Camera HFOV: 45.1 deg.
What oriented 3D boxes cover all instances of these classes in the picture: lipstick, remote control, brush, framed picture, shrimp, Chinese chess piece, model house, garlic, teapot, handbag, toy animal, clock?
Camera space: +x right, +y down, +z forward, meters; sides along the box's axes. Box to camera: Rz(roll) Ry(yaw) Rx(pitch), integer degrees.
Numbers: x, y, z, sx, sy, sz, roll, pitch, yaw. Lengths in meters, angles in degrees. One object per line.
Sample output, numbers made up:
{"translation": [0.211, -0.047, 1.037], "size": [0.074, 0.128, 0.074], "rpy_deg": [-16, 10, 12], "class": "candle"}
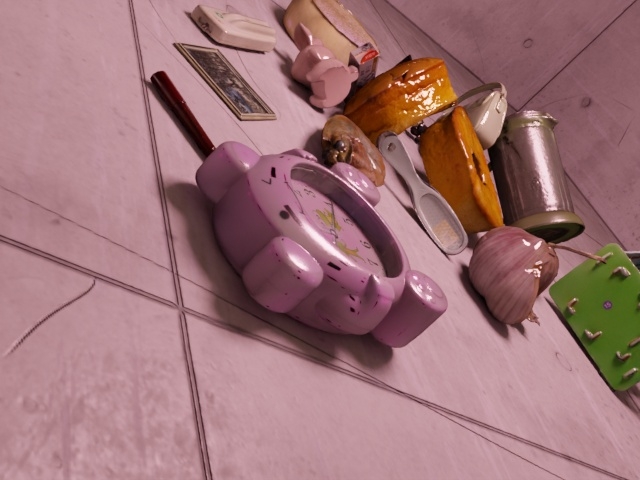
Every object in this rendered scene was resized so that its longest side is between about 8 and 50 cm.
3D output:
{"translation": [-0.192, -0.175, 1.110], "size": [0.176, 0.027, 0.027], "rpy_deg": [55, 24, 18], "class": "lipstick"}
{"translation": [-0.165, -0.427, 1.554], "size": [0.090, 0.049, 0.230], "rpy_deg": [47, 24, 11], "class": "remote control"}
{"translation": [0.210, -0.098, 1.597], "size": [0.296, 0.068, 0.060], "rpy_deg": [59, 8, 8], "class": "brush"}
{"translation": [-0.162, -0.280, 1.357], "size": [0.183, 0.011, 0.142], "rpy_deg": [49, 23, 9], "class": "framed picture"}
{"translation": [0.065, -0.161, 1.470], "size": [0.168, 0.077, 0.317], "rpy_deg": [45, 19, -7], "class": "shrimp"}
{"translation": [0.031, -0.524, 1.975], "size": [0.270, 0.112, 0.270], "rpy_deg": [36, 25, -20], "class": "Chinese chess piece"}
{"translation": [0.804, 0.167, 1.849], "size": [0.324, 0.340, 0.300], "rpy_deg": [23, 33, -51], "class": "model house"}
{"translation": [0.425, 0.080, 1.529], "size": [0.207, 0.257, 0.207], "rpy_deg": [0, 90, -76], "class": "garlic"}
{"translation": [0.506, -0.152, 1.956], "size": [0.200, 0.270, 0.336], "rpy_deg": [10, 65, -42], "class": "teapot"}
{"translation": [0.378, -0.308, 1.971], "size": [0.079, 0.256, 0.219], "rpy_deg": [37, 65, -21], "class": "handbag"}
{"translation": [-0.013, -0.375, 1.674], "size": [0.124, 0.124, 0.212], "rpy_deg": [25, 21, -41], "class": "toy animal"}
{"translation": [0.000, 0.000, 1.030], "size": [0.322, 0.113, 0.295], "rpy_deg": [17, 36, -48], "class": "clock"}

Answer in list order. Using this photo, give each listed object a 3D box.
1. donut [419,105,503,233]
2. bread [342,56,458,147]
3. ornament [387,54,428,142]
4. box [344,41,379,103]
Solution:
{"translation": [0.316, -0.148, 1.741], "size": [0.303, 0.110, 0.302], "rpy_deg": [52, 27, -41], "class": "donut"}
{"translation": [0.175, -0.308, 1.695], "size": [0.270, 0.195, 0.142], "rpy_deg": [-34, 97, -29], "class": "bread"}
{"translation": [0.234, -0.352, 2.019], "size": [0.196, 0.153, 0.166], "rpy_deg": [47, 21, -20], "class": "ornament"}
{"translation": [0.089, -0.362, 1.725], "size": [0.039, 0.055, 0.218], "rpy_deg": [57, -13, 14], "class": "box"}
